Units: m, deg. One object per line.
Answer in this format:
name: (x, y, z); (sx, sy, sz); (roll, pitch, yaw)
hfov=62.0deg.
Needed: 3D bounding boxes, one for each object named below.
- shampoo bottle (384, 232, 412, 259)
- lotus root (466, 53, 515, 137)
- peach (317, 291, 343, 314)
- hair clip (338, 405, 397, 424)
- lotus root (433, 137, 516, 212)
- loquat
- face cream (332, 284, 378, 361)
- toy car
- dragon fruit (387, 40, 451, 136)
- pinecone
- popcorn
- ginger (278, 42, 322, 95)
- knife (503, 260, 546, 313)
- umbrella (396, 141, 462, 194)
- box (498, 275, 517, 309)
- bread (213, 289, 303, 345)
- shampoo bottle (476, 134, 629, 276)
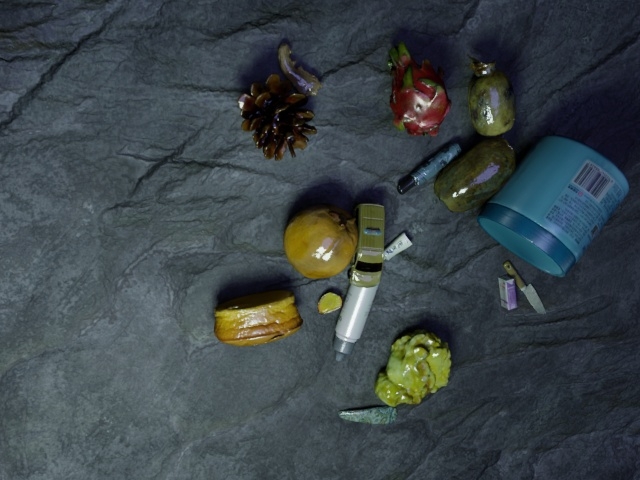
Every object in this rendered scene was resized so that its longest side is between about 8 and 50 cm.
shampoo bottle: (0.237, 0.034, 1.769); (0.141, 0.034, 0.049); (-38, 116, -2)
lotus root: (0.531, -0.456, 1.665); (0.154, 0.154, 0.277); (-20, 108, -10)
peach: (0.032, 0.212, 1.747); (0.078, 0.050, 0.083); (27, 85, 6)
hair clip: (0.175, 0.623, 1.898); (0.229, 0.036, 0.065); (6, 95, -17)
lotus root: (0.496, -0.207, 1.698); (0.275, 0.152, 0.160); (-44, 130, 13)
loquat: (0.000, 0.000, 1.602); (0.193, 0.238, 0.238); (10, 102, -47)
face cream: (0.107, 0.257, 1.758); (0.092, 0.092, 0.311); (15, 98, -18)
toy car: (0.147, 0.014, 1.654); (0.101, 0.124, 0.256); (5, 76, -8)
dragon fruit: (0.285, -0.446, 1.602); (0.199, 0.200, 0.269); (-23, 69, -3)
pinecone: (-0.112, -0.335, 1.497); (0.203, 0.201, 0.229); (-33, 143, 21)
popcorn: (0.333, 0.446, 1.828); (0.225, 0.174, 0.285); (27, 96, -27)
ginger: (-0.068, -0.488, 1.546); (0.069, 0.051, 0.173); (-44, 112, -5)
knife: (0.759, 0.178, 1.957); (0.047, 0.017, 0.297); (-43, 110, -8)
umbrella: (0.352, -0.230, 1.723); (0.250, 0.052, 0.053); (-39, 92, -5)
box: (0.675, 0.188, 1.919); (0.036, 0.050, 0.117); (-15, 109, -13)
bread: (-0.190, 0.239, 1.620); (0.270, 0.195, 0.142); (-11, 97, -16)
shampoo bottle: (0.742, -0.113, 1.713); (0.331, 0.331, 0.342); (37, 91, -20)
